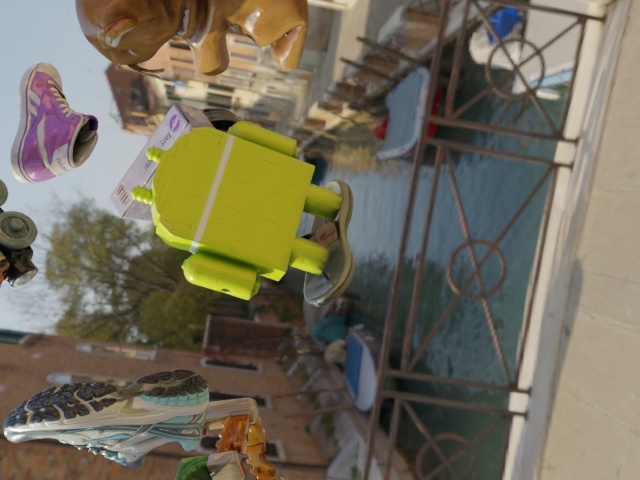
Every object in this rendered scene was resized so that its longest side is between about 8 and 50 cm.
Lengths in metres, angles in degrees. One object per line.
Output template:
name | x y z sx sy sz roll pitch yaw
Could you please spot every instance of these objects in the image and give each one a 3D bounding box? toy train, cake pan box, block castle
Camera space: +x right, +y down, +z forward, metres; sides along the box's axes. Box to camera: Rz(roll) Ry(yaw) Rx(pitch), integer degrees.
toy train | -0.634 -0.041 1.279 0.190 0.334 0.142 -31 -10 -45
cake pan box | -0.252 -0.144 1.499 0.267 0.246 0.070 -49 63 25
block castle | -0.213 0.520 1.322 0.453 0.213 0.303 -81 -23 -61

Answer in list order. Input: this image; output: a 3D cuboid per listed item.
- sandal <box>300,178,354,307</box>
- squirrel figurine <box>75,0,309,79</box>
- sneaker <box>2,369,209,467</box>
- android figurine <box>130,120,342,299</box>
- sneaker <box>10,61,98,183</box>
sandal | -0.001 0.000 1.467 0.120 0.086 0.302 -29 44 35
squirrel figurine | -0.221 -0.449 1.244 0.281 0.371 0.397 64 155 19
sneaker | -0.297 0.271 1.063 0.110 0.283 0.122 -142 50 -70
android figurine | -0.111 -0.050 1.005 0.056 0.273 0.248 128 157 -65
sneaker | -0.499 -0.243 1.462 0.102 0.161 0.282 52 -153 -59
